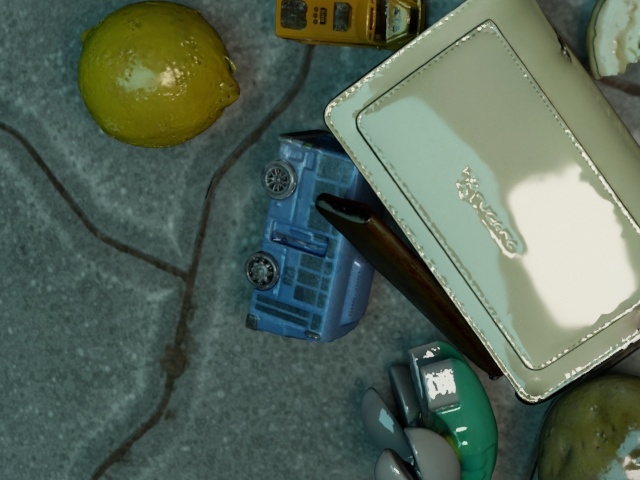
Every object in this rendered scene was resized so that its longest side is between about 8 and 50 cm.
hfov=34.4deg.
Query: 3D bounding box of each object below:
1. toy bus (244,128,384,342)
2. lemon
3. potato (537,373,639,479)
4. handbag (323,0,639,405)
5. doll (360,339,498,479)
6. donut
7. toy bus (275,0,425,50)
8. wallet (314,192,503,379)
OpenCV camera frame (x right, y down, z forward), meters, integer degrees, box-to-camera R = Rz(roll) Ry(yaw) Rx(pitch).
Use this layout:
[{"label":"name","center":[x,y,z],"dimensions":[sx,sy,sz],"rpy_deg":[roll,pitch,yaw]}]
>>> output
[{"label":"toy bus","center":[0.000,0.000,1.192],"dimensions":[0.133,0.116,0.234],"rpy_deg":[17,106,21]},{"label":"lemon","center":[-0.192,-0.195,1.226],"dimensions":[0.206,0.173,0.174],"rpy_deg":[7,104,14]},{"label":"potato","center":[0.311,0.245,1.056],"dimensions":[0.178,0.160,0.235],"rpy_deg":[46,137,49]},{"label":"handbag","center":[0.199,-0.054,1.029],"dimensions":[0.236,0.160,0.359],"rpy_deg":[-35,89,14]},{"label":"doll","center":[0.128,0.246,1.136],"dimensions":[0.153,0.195,0.258],"rpy_deg":[-16,80,-8]},{"label":"donut","center":[0.338,-0.219,0.994],"dimensions":[0.165,0.065,0.108],"rpy_deg":[-5,99,31]},{"label":"toy bus","center":[0.032,-0.248,1.148],"dimensions":[0.162,0.074,0.070],"rpy_deg":[10,103,28]},{"label":"wallet","center":[0.093,0.041,1.092],"dimensions":[0.031,0.137,0.255],"rpy_deg":[-46,119,-5]}]
